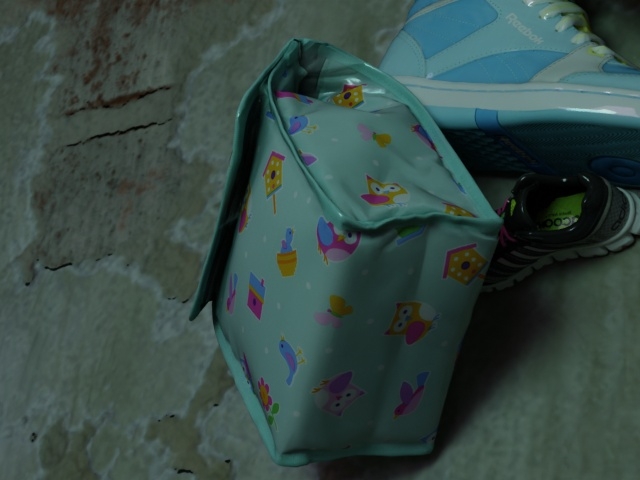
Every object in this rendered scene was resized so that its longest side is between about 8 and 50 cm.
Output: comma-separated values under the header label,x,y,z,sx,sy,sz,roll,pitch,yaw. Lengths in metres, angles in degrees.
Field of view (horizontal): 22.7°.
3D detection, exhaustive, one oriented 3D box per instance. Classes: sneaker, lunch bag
label,x,y,z,sx,sy,sz,roll,pitch,yaw
sneaker,0.149,-0.012,1.180,0.170,0.075,0.063,-16,57,27
sneaker,0.182,-0.158,1.207,0.319,0.127,0.208,9,71,37
lunch bag,0.000,0.000,1.179,0.262,0.160,0.223,-122,38,-47
